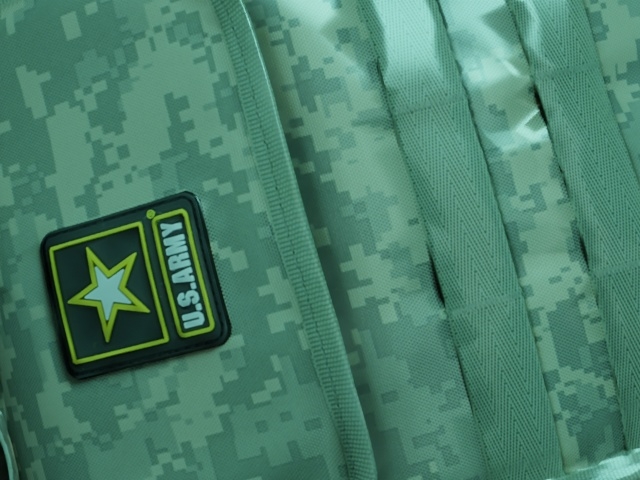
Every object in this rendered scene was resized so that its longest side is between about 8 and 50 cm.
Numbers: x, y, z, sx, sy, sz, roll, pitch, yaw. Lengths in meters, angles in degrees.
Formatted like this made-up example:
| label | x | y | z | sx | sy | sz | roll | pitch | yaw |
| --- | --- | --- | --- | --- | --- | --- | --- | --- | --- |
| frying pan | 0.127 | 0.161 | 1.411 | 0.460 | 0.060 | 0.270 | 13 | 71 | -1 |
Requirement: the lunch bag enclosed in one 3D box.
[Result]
| label | x | y | z | sx | sy | sz | roll | pitch | yaw |
| --- | --- | --- | --- | --- | --- | --- | --- | --- | --- |
| lunch bag | 0.000 | 0.000 | 0.523 | 0.287 | 0.169 | 0.235 | -15 | 87 | -14 |
